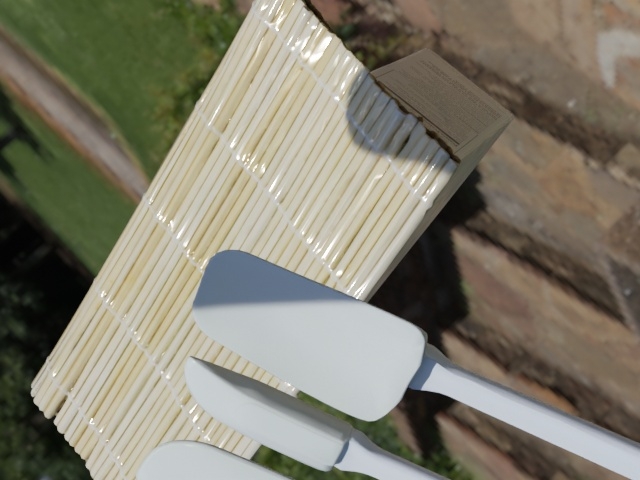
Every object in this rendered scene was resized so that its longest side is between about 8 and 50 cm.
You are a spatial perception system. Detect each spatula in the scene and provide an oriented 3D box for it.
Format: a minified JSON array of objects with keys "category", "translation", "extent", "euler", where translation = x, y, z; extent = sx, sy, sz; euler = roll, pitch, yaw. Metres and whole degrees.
[{"category":"spatula","translation":[0.052,0.100,0.517],"extent":[0.242,0.019,0.168],"euler":[25,132,1]}]

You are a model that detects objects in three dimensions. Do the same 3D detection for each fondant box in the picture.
[{"category":"fondant box","translation":[0.000,0.000,0.943],"extent":[0.096,0.238,0.330],"euler":[40,-157,7]}]

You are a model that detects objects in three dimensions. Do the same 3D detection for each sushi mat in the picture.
[{"category":"sushi mat","translation":[-0.056,0.028,0.709],"extent":[0.019,0.316,0.151],"euler":[-7,-132,-51]}]
